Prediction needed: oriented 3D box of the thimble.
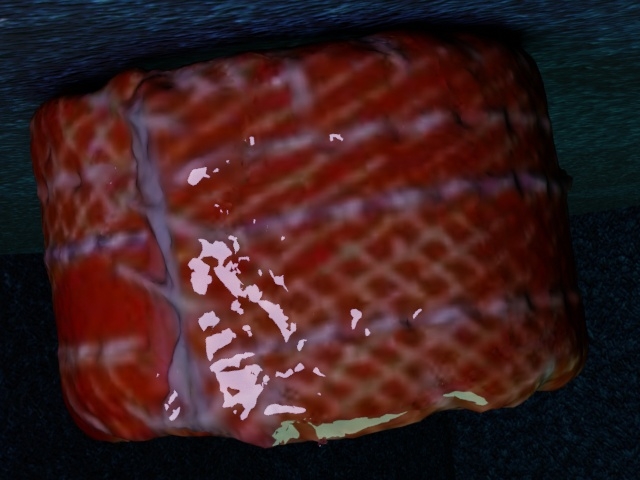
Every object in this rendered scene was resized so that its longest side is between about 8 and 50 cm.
[{"bbox_3d":[0.000,0.000,0.952,0.350,0.231,0.350,-8,177,0],"label":"thimble"}]
